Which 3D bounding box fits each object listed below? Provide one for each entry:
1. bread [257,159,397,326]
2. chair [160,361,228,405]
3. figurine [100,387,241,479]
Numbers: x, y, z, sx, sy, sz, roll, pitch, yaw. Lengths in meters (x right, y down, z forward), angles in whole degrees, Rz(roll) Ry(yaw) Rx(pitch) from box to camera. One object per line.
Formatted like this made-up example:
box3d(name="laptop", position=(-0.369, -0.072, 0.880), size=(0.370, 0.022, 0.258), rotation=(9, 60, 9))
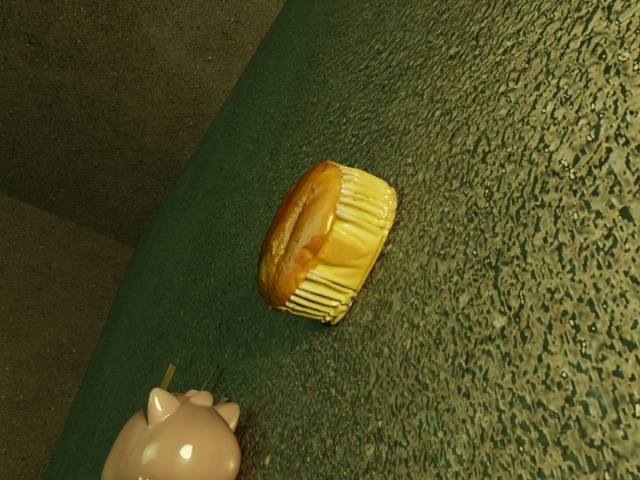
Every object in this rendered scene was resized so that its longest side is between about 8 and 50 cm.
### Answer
box3d(name="bread", position=(0.000, 0.000, 0.602), size=(0.190, 0.114, 0.132), rotation=(-67, 25, 5))
box3d(name="chair", position=(-0.234, 0.302, 0.813), size=(0.221, 0.104, 0.095), rotation=(-58, -7, 1))
box3d(name="figurine", position=(-0.201, 0.326, 0.616), size=(0.186, 0.176, 0.287), rotation=(-5, 73, 35))
